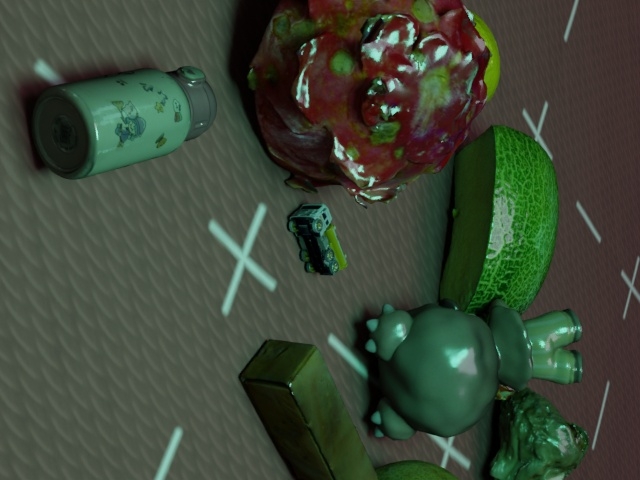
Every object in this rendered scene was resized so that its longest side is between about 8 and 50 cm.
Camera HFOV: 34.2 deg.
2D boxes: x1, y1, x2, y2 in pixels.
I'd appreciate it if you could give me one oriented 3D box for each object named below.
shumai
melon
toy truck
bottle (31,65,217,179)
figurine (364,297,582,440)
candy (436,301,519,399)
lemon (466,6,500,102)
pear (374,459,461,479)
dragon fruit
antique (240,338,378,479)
[{"bbox_3d":[0.410,0.426,2.085,0.218,0.189,0.256,-56,171,-8],"label":"shumai"},{"bbox_3d":[0.330,0.000,1.930,0.331,0.226,0.344,47,40,-64],"label":"melon"},{"bbox_3d":[0.000,0.000,1.587,0.063,0.052,0.123,-54,133,-43],"label":"toy truck"},{"bbox_3d":[-0.219,-0.147,1.232,0.233,0.110,0.110,-24,111,-50],"label":"bottle"},{"bbox_3d":[0.259,0.207,1.741,0.380,0.203,0.248,-9,112,-14],"label":"figurine"},{"bbox_3d":[0.299,0.210,1.997,0.288,0.084,0.078,50,57,-33],"label":"candy"},{"bbox_3d":[0.215,-0.302,1.762,0.193,0.180,0.180,43,55,-18],"label":"lemon"},{"bbox_3d":[0.152,0.470,1.685,0.188,0.211,0.228,52,53,-44],"label":"pear"},{"bbox_3d":[0.096,-0.220,1.479,0.371,0.249,0.386,1,113,-49],"label":"dragon fruit"},{"bbox_3d":[-0.009,0.292,1.555,0.087,0.093,0.310,-52,131,-38],"label":"antique"}]
